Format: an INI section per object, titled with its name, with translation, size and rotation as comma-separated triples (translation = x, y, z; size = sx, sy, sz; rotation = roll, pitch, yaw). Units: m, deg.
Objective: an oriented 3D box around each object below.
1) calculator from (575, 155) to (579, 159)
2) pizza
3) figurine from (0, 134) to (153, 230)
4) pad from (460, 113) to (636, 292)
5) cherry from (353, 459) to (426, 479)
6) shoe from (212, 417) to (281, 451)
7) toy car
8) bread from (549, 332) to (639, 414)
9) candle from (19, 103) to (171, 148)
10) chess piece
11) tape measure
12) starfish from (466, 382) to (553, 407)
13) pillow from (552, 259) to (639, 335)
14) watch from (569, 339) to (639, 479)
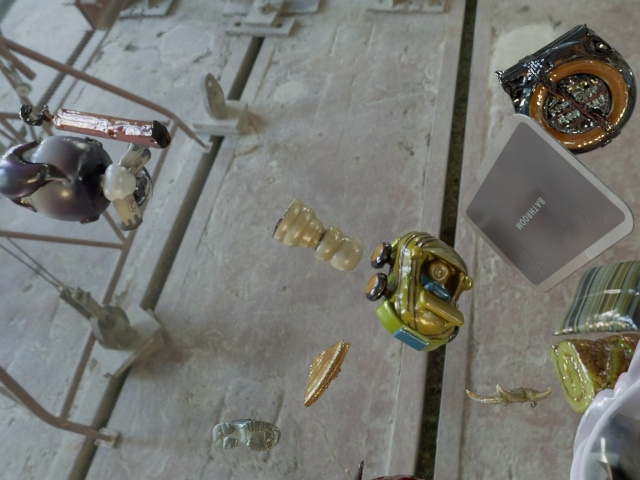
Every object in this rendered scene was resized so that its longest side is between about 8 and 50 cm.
[calculator]
translation = 0.496, -0.090, 1.138
size = 0.274, 0.165, 0.028
rotation = -25, 18, -28
[pizza]
translation = 0.018, 0.352, 1.422
size = 0.053, 0.193, 0.201
rotation = 34, 90, -9
[figurine]
translation = -0.387, -0.089, 0.798
size = 0.222, 0.145, 0.145
rotation = 5, 58, 3
[pad]
translation = 0.260, -0.032, 0.642
size = 0.002, 0.266, 0.176
rotation = -36, 72, -13
[cherry]
translation = 0.063, 0.349, 0.472
size = 0.230, 0.203, 0.300
rotation = -22, 85, 26
[shoe]
translation = -0.169, 0.463, 1.250
size = 0.169, 0.099, 0.071
rotation = -6, 83, 14
[toy car]
translation = 0.204, 0.080, 0.983
size = 0.200, 0.142, 0.248
rotation = 29, 44, -16
[bread]
translation = 0.484, 0.212, 0.841
size = 0.172, 0.103, 0.132
rotation = -1, 52, -8
[candle]
translation = -0.182, -0.091, 0.407
size = 0.167, 0.026, 0.021
rotation = 14, 92, 29
[chess piece]
translation = 0.000, 0.000, 1.502
size = 0.261, 0.143, 0.142
rotation = 32, 66, 0
[tape measure]
translation = 0.458, -0.267, 0.948
size = 0.202, 0.223, 0.135
rotation = -30, 15, 26
[starfish]
translation = 0.424, 0.357, 1.175
size = 0.138, 0.247, 0.050
rotation = 3, 68, -2
[pillow]
translation = 0.634, 0.123, 1.130
size = 0.052, 0.212, 0.208
rotation = 46, 64, -10
[watch]
translation = 0.274, 0.174, 0.327
size = 0.196, 0.244, 0.231
rotation = 48, 34, -1
